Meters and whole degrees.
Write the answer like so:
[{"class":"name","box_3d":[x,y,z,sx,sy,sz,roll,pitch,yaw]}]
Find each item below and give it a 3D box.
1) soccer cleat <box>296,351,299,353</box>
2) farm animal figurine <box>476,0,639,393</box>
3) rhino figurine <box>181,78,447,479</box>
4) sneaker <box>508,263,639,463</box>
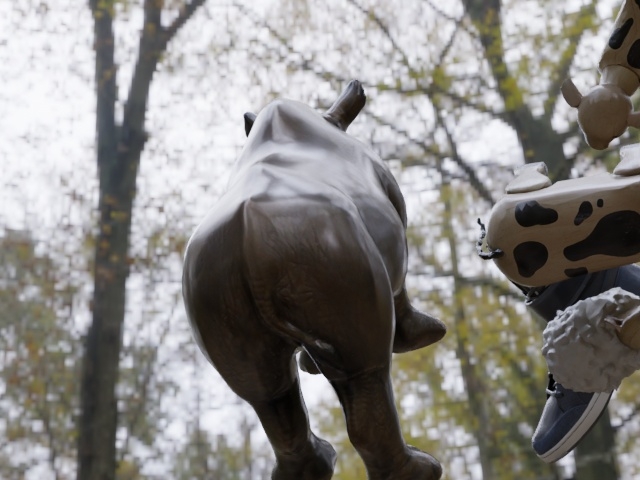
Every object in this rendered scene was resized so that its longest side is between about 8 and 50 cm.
[{"class":"soccer cleat","box_3d":[-0.035,0.100,1.337,0.083,0.036,0.029,-36,-74,-15]},{"class":"farm animal figurine","box_3d":[0.276,-0.049,1.220,0.327,0.172,0.330,-29,-81,22]},{"class":"rhino figurine","box_3d":[0.000,0.000,0.538,0.073,0.243,0.106,-21,-71,11]},{"class":"sneaker","box_3d":[0.236,0.099,1.456,0.163,0.226,0.086,31,-6,-6]}]
